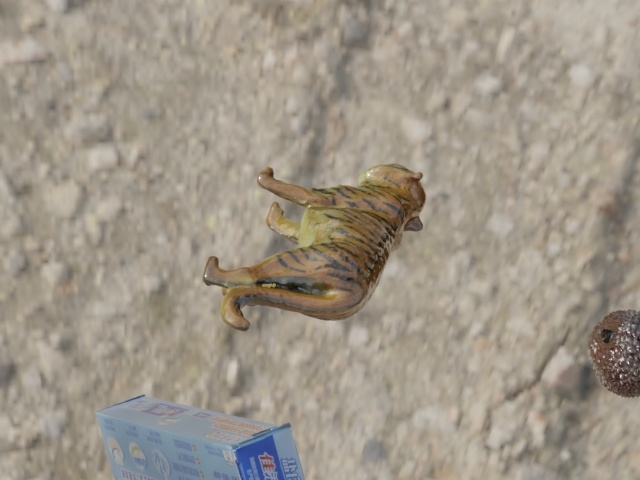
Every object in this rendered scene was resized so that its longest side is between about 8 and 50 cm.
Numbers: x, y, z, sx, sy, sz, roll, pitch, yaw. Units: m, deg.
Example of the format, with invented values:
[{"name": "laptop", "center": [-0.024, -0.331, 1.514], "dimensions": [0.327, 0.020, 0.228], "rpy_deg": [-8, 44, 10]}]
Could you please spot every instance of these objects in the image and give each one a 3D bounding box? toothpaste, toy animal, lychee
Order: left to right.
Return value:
[{"name": "toothpaste", "center": [-0.094, 0.163, 1.437], "dimensions": [0.053, 0.272, 0.066], "rpy_deg": [-17, 98, -26]}, {"name": "toy animal", "center": [0.000, 0.000, 1.157], "dimensions": [0.099, 0.057, 0.241], "rpy_deg": [10, 26, 11]}, {"name": "lychee", "center": [0.235, 0.087, 1.440], "dimensions": [0.068, 0.083, 0.067], "rpy_deg": [7, 78, 45]}]
